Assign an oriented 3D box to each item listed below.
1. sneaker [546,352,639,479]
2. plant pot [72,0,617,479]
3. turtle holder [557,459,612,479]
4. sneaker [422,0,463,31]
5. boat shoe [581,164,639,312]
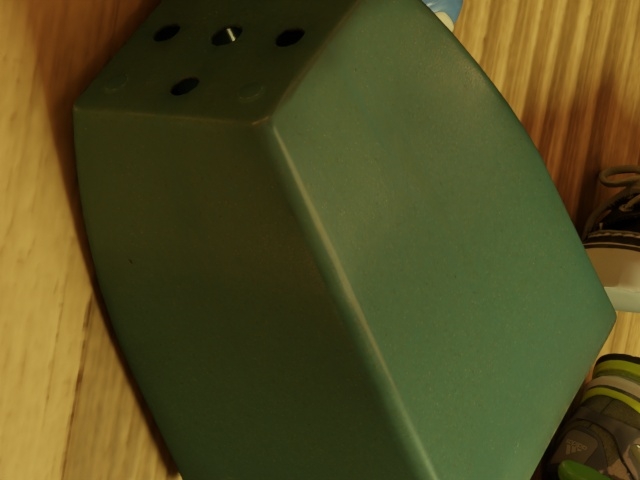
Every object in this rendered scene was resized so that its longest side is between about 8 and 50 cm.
[{"bbox_3d":[0.219,0.232,1.301,0.121,0.111,0.300,-38,127,-34],"label":"sneaker"},{"bbox_3d":[0.000,0.000,0.774,0.166,0.165,0.234,-55,136,-33],"label":"plant pot"},{"bbox_3d":[0.221,0.320,1.137,0.320,0.243,0.227,18,114,-20],"label":"turtle holder"},{"bbox_3d":[0.043,-0.157,0.874,0.152,0.058,0.085,31,80,-63],"label":"sneaker"},{"bbox_3d":[0.241,0.000,1.222,0.306,0.113,0.105,7,89,-63],"label":"boat shoe"}]
